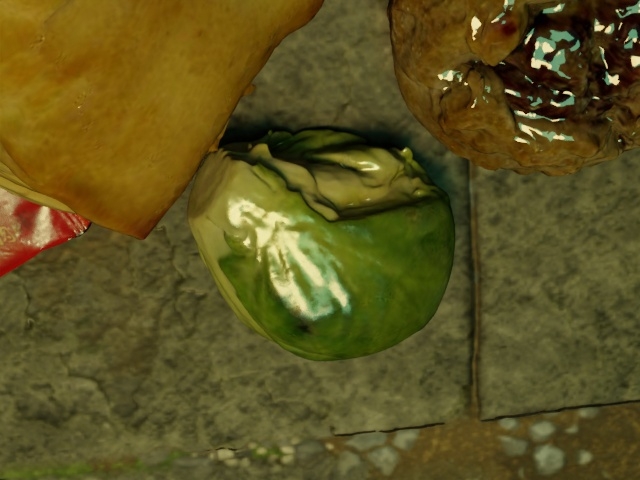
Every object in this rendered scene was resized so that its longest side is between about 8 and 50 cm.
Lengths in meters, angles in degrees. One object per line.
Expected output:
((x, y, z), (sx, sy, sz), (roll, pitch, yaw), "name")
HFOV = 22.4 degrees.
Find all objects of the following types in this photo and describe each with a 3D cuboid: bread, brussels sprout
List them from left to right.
((-0.130, -0.168, 0.825), (0.314, 0.191, 0.370), (-59, 147, -3), "bread")
((-0.001, 0.008, 1.078), (0.183, 0.131, 0.145), (4, 113, -14), "brussels sprout")
((0.155, -0.143, 1.021), (0.230, 0.123, 0.230), (-3, 117, -6), "bread")

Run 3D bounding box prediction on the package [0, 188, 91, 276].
((-0.262, 0.010, 1.115), (0.200, 0.022, 0.083), (-30, 117, 8), "package")
